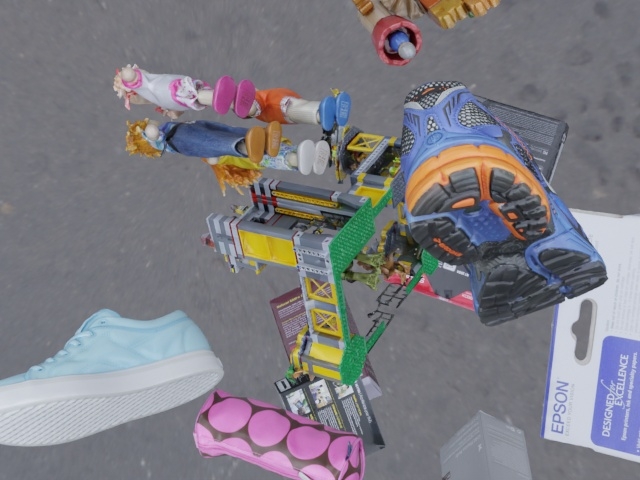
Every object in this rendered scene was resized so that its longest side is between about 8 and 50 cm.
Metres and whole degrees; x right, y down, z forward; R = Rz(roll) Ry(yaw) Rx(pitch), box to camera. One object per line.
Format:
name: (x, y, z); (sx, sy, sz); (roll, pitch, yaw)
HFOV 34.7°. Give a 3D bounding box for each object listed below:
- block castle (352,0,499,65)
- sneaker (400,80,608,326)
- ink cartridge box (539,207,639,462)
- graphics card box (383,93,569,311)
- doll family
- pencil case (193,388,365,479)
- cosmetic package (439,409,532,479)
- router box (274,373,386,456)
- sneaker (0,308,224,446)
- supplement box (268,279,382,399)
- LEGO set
block castle: (0.217, -0.536, 1.753); (0.453, 0.213, 0.303); (-37, 130, 5)
sneaker: (0.104, -0.018, 0.579); (0.083, 0.221, 0.087); (-19, 60, 15)
ink cartridge box: (0.437, 0.125, 1.234); (0.307, 0.072, 0.304); (11, 102, 30)
graphics card box: (0.280, -0.068, 1.849); (0.232, 0.094, 0.371); (18, 97, 17)
doll family: (-0.100, -0.101, 1.007); (0.163, 0.263, 0.118); (10, 96, 34)
pencil case: (-0.053, 0.249, 1.231); (0.209, 0.098, 0.095); (13, 129, 22)
cosmetic package: (0.271, 0.413, 1.647); (0.107, 0.238, 0.127); (27, 124, -17)
router box: (0.017, 0.284, 1.660); (0.133, 0.046, 0.179); (-23, 114, -8)
sneaker: (-0.320, 0.176, 1.413); (0.366, 0.135, 0.150); (-6, 53, -40)
supplement box: (0.007, 0.190, 1.843); (0.130, 0.073, 0.239); (-26, 57, 9)
LEGO set: (0.000, 0.000, 1.245); (0.331, 0.192, 0.255); (-55, 144, -35)
